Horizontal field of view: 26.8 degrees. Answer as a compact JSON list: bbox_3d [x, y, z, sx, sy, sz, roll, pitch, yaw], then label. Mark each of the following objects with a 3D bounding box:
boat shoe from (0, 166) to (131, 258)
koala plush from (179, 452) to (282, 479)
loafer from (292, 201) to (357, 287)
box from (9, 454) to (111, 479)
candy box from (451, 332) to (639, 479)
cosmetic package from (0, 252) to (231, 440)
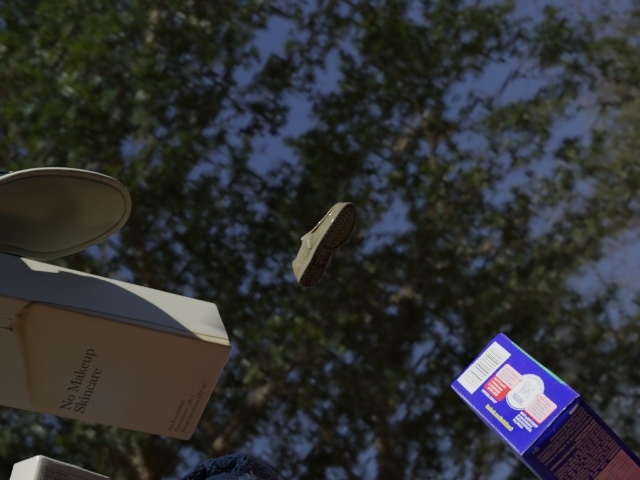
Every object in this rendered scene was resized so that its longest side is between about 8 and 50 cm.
[{"bbox_3d":[-0.423,-0.033,1.759,0.340,0.113,0.127,-17,-67,-13],"label":"boat shoe"},{"bbox_3d":[-0.098,0.375,1.756,0.203,0.221,0.196,-37,-80,-25],"label":"koala plush"},{"bbox_3d":[0.000,0.000,2.034,0.056,0.050,0.148,26,-79,-50],"label":"loafer"},{"bbox_3d":[-0.473,0.535,2.267,0.148,0.121,0.311,25,-118,-26],"label":"box"},{"bbox_3d":[0.364,0.307,1.898,0.122,0.268,0.317,-44,-68,-1],"label":"candy box"},{"bbox_3d":[-0.288,0.136,1.696,0.310,0.113,0.160,14,-66,-25],"label":"cosmetic package"}]
